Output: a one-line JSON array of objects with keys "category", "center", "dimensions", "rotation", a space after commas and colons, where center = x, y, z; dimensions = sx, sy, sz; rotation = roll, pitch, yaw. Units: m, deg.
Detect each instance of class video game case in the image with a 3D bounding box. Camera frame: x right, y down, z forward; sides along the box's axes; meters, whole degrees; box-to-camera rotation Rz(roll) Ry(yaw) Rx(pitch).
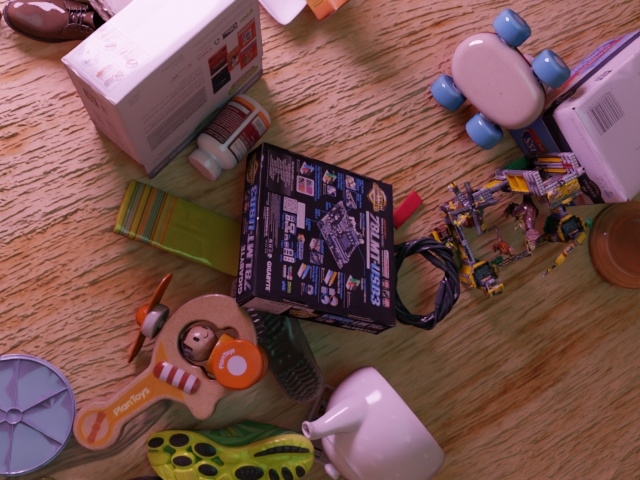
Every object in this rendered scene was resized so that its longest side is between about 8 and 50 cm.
[{"category": "video game case", "center": [0.041, 0.370, 1.609], "dimensions": [0.157, 0.019, 0.143], "rotation": [27, 79, -19]}]

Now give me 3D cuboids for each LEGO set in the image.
[{"category": "LEGO set", "center": [0.402, -0.036, 1.641], "dimensions": [0.331, 0.192, 0.254], "rotation": [-19, 101, -13]}]

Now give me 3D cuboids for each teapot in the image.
[{"category": "teapot", "center": [0.090, 0.367, 1.505], "dimensions": [0.187, 0.252, 0.256], "rotation": [-40, 92, -4]}]

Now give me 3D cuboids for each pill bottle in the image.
[{"category": "pill bottle", "center": [-0.165, -0.183, 1.491], "dimensions": [0.086, 0.086, 0.152], "rotation": [44, 74, -16]}]

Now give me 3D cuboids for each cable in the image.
[{"category": "cable", "center": [0.200, 0.086, 1.634], "dimensions": [0.151, 0.047, 0.184], "rotation": [-15, 97, 2]}]

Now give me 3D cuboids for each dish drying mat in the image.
[{"category": "dish drying mat", "center": [0.171, -0.061, 1.670], "dimensions": [0.032, 0.008, 0.083], "rotation": [47, 73, -16]}]

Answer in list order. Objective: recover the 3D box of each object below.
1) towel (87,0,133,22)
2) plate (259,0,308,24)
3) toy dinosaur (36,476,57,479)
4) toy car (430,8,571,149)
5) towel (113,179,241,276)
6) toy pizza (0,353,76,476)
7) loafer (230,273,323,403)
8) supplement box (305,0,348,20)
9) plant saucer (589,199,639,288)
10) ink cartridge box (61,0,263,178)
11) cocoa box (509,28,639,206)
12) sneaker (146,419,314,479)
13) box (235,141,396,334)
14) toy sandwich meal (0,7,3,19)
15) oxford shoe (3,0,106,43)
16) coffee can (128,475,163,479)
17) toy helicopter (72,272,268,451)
[{"category": "towel", "center": [-0.367, -0.488, 1.389], "dimensions": [0.282, 0.049, 0.187], "rotation": [50, 50, -6]}, {"category": "plate", "center": [-0.083, -0.587, 1.549], "dimensions": [0.277, 0.045, 0.278], "rotation": [44, 75, -16]}, {"category": "toy dinosaur", "center": [-0.474, 0.443, 1.390], "dimensions": [0.183, 0.053, 0.092], "rotation": [12, 70, -29]}, {"category": "toy car", "center": [0.383, -0.335, 1.690], "dimensions": [0.210, 0.219, 0.238], "rotation": [48, 32, 5]}, {"category": "towel", "center": [-0.245, -0.019, 1.485], "dimensions": [0.237, 0.021, 0.102], "rotation": [22, 72, -21]}, {"category": "toy pizza", "center": [-0.510, 0.288, 1.378], "dimensions": [0.201, 0.032, 0.201], "rotation": [1, 88, -22]}, {"category": "loafer", "center": [-0.081, 0.174, 1.524], "dimensions": [0.102, 0.092, 0.268], "rotation": [-26, 83, -1]}, {"category": "supplement box", "center": [-0.029, -0.522, 1.505], "dimensions": [0.078, 0.080, 0.233], "rotation": [-43, 103, -19]}, {"category": "plant saucer", "center": [0.698, 0.007, 1.844], "dimensions": [0.200, 0.037, 0.199], "rotation": [1, 85, -9]}, {"category": "ink cartridge box", "center": [-0.248, -0.292, 1.410], "dimensions": [0.130, 0.272, 0.309], "rotation": [40, 73, 15]}, {"category": "cocoa box", "center": [0.617, -0.261, 1.734], "dimensions": [0.347, 0.228, 0.231], "rotation": [-40, 103, -17]}, {"category": "sneaker", "center": [-0.160, 0.382, 1.481], "dimensions": [0.296, 0.123, 0.109], "rotation": [3, 91, -4]}, {"category": "box", "center": [0.000, 0.000, 1.496], "dimensions": [0.293, 0.073, 0.295], "rotation": [15, 63, -31]}, {"category": "toy sandwich meal", "center": [-0.566, -0.381, 1.359], "dimensions": [0.086, 0.029, 0.085], "rotation": [0, 90, -22]}, {"category": "oxford shoe", "center": [-0.409, -0.373, 1.389], "dimensions": [0.227, 0.096, 0.082], "rotation": [2, 91, -21]}, {"category": "coffee can", "center": [-0.263, 0.517, 1.345], "dimensions": [0.202, 0.275, 0.201], "rotation": [0, 89, -22]}, {"category": "toy helicopter", "center": [-0.274, 0.218, 1.406], "dimensions": [0.355, 0.140, 0.235], "rotation": [-36, 85, -3]}]
